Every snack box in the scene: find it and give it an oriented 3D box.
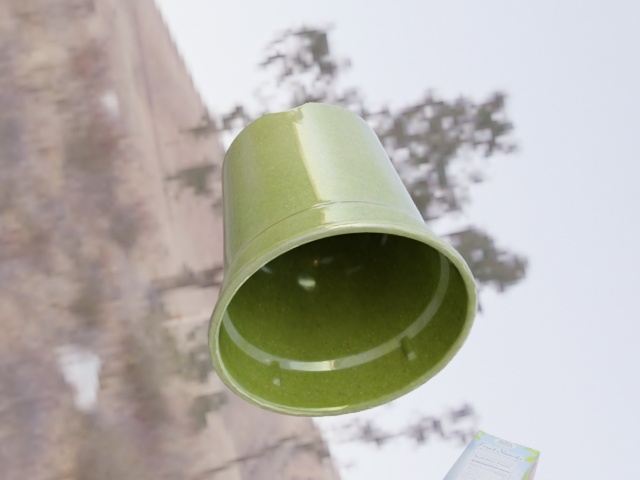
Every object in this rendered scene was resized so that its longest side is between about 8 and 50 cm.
[{"bbox_3d":[0.126,0.299,1.471,0.207,0.070,0.174,-43,146,-56],"label":"snack box"}]

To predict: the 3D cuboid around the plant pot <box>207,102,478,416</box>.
[{"bbox_3d":[0.000,0.000,1.687,0.276,0.276,0.254,93,-13,-44],"label":"plant pot"}]
